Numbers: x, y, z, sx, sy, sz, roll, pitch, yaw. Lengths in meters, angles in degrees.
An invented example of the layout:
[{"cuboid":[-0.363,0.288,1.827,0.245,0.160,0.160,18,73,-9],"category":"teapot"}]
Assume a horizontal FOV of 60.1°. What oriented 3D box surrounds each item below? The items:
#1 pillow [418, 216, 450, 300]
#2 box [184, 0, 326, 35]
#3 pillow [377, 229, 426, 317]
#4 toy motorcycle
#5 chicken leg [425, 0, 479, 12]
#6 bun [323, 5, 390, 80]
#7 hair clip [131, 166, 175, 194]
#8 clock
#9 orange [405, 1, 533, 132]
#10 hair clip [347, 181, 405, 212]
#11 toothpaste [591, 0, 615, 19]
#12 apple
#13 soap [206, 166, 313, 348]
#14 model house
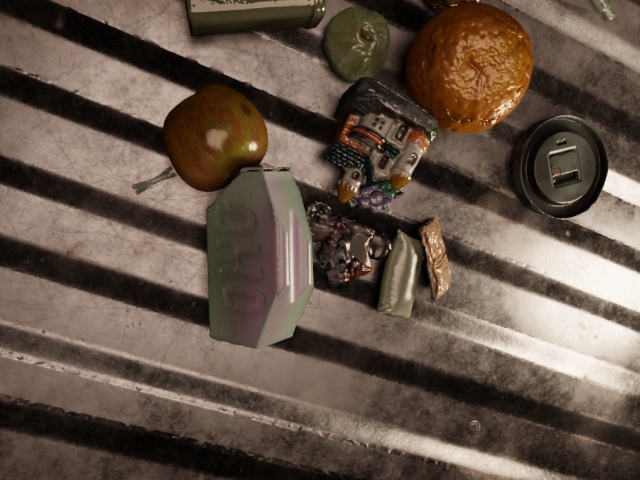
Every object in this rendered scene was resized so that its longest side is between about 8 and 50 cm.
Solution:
[{"cuboid":[0.344,0.054,1.646,0.126,0.043,0.233,-26,106,-56],"category":"pillow"},{"cuboid":[-0.185,-0.715,1.394,0.343,0.177,0.352,-10,98,-12],"category":"box"},{"cuboid":[0.245,0.103,1.633,0.144,0.078,0.254,13,91,-35],"category":"pillow"},{"cuboid":[0.000,0.000,1.532,0.400,0.134,0.207,27,82,-17],"category":"toy motorcycle"},{"cuboid":[0.389,-0.702,1.606,0.178,0.070,0.093,-10,104,-23],"category":"chicken leg"},{"cuboid":[0.105,-0.539,1.516,0.195,0.118,0.196,-3,99,-16],"category":"bun"},{"cuboid":[-0.436,-0.156,1.450,0.115,0.039,0.030,-30,107,-13],"category":"hair clip"},{"cuboid":[0.753,-0.229,1.740,0.324,0.067,0.326,-1,95,-15],"category":"clock"},{"cuboid":[0.395,-0.466,1.511,0.340,0.293,0.341,0,107,-1],"category":"orange"},{"cuboid":[0.163,-0.142,1.608,0.195,0.052,0.124,-28,91,-16],"category":"hair clip"},{"cuboid":[0.840,-0.796,1.728,0.067,0.037,0.255,-44,100,-7],"category":"toothpaste"},{"cuboid":[-0.267,-0.262,1.377,0.264,0.264,0.265,-1,96,-15],"category":"apple"},{"cuboid":[-0.159,0.037,1.413,0.156,0.261,0.447,-8,101,-54],"category":"soap"},{"cuboid":[0.137,-0.235,1.496,0.271,0.190,0.301,30,80,-15],"category":"model house"}]
